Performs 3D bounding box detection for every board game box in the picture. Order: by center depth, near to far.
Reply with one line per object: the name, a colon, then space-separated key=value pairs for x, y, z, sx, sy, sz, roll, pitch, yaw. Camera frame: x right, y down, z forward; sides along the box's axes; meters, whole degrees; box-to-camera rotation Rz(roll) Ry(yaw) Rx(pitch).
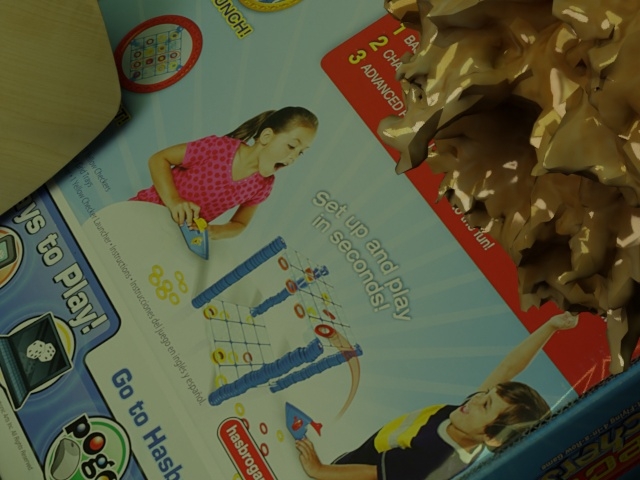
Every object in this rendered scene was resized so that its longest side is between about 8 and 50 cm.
board game box: x=0.000 y=0.000 z=0.670 sx=0.302 sy=0.086 sz=0.308 roll=-33 pitch=52 yaw=-2

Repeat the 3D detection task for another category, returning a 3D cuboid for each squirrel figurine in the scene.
squirrel figurine: x=0.184 y=-0.106 z=0.445 sx=0.370 sy=0.397 sz=0.281 roll=35 pitch=116 yaw=28

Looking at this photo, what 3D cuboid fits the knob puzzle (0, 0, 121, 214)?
knob puzzle: x=-0.174 y=-0.082 z=0.653 sx=0.213 sy=0.213 sz=0.030 roll=-36 pitch=17 yaw=-4
